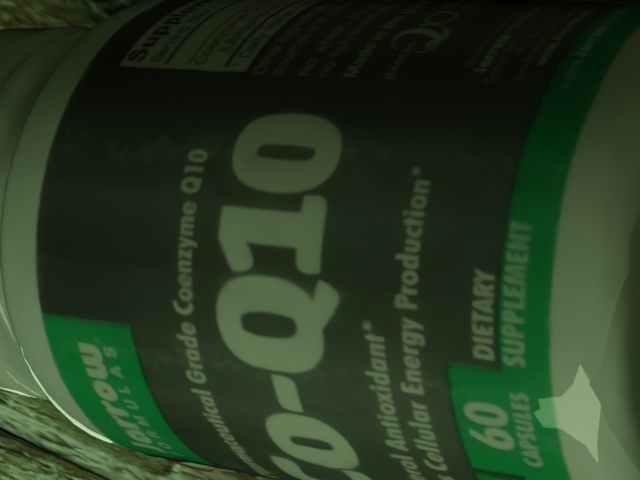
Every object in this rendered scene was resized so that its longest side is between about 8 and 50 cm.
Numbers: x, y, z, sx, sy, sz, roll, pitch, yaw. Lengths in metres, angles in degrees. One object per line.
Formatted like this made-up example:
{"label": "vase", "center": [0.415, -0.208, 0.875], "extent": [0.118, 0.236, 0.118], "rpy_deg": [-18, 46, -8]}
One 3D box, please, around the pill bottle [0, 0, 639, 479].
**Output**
{"label": "pill bottle", "center": [0.000, 0.000, 0.746], "extent": [0.361, 0.204, 0.204], "rpy_deg": [5, 146, 34]}

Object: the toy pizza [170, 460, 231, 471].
{"label": "toy pizza", "center": [-0.123, 0.113, 1.238], "extent": [0.201, 0.032, 0.201], "rpy_deg": [20, 152, 11]}
